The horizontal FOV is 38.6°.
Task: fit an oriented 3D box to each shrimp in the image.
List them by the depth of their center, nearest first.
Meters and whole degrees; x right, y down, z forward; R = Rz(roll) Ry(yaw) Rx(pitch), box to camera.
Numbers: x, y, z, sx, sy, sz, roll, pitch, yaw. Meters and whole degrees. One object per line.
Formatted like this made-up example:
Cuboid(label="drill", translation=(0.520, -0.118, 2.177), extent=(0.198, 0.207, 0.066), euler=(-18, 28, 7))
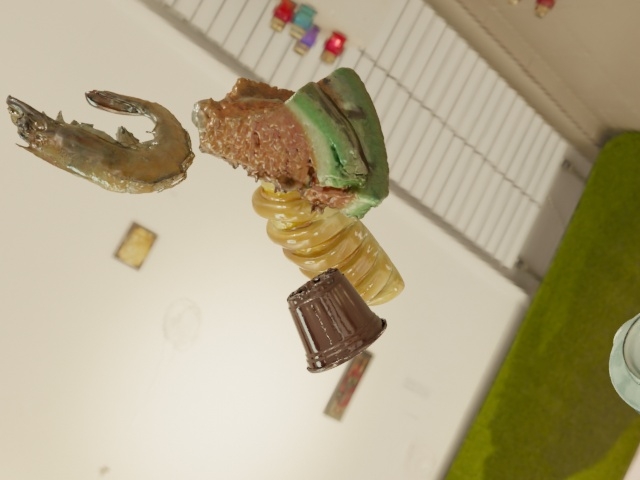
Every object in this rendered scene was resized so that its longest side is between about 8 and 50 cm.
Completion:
Cuboid(label="shrimp", translation=(-0.283, -0.146, 1.206), extent=(0.253, 0.173, 0.058), euler=(28, 143, 7))

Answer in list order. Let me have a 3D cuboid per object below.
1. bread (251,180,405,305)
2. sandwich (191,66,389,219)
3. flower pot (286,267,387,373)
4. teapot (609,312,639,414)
Cuboid(label="bread", translation=(0.000, 0.000, 1.563), extent=(0.311, 0.121, 0.173), euler=(46, 163, -32))
Cuboid(label="sandwich", translation=(-0.042, -0.173, 1.370), extent=(0.301, 0.250, 0.162), euler=(1, 155, -16))
Cuboid(label="flower pot", translation=(0.009, 0.087, 1.061), extent=(0.089, 0.111, 0.111), euler=(59, 166, -8))
Cuboid(label="teapot", translation=(0.386, 0.144, 0.927), extent=(0.159, 0.159, 0.232), euler=(33, 179, -33))
